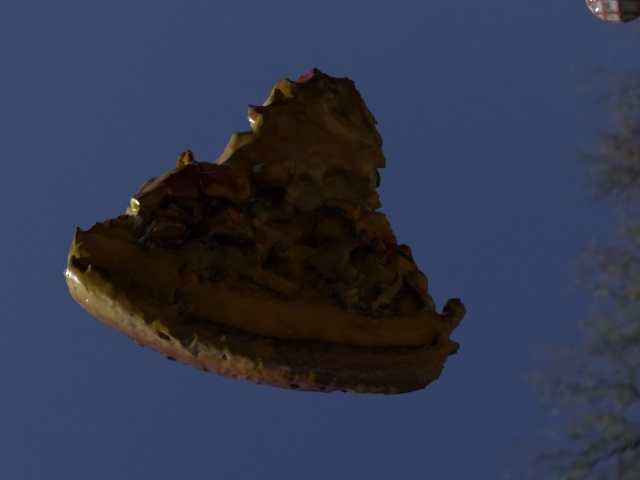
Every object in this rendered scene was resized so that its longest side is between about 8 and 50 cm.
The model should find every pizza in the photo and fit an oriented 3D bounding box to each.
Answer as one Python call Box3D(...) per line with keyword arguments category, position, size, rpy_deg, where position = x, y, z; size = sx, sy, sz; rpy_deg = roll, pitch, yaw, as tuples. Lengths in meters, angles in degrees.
Box3D(category="pizza", position=(0.000, 0.000, 1.231), size=(0.251, 0.074, 0.288), rpy_deg=(33, -125, 17))

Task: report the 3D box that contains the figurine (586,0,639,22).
Box3D(category="figurine", position=(0.340, -0.226, 1.415), size=(0.167, 0.281, 0.370), rpy_deg=(34, -137, -61))
